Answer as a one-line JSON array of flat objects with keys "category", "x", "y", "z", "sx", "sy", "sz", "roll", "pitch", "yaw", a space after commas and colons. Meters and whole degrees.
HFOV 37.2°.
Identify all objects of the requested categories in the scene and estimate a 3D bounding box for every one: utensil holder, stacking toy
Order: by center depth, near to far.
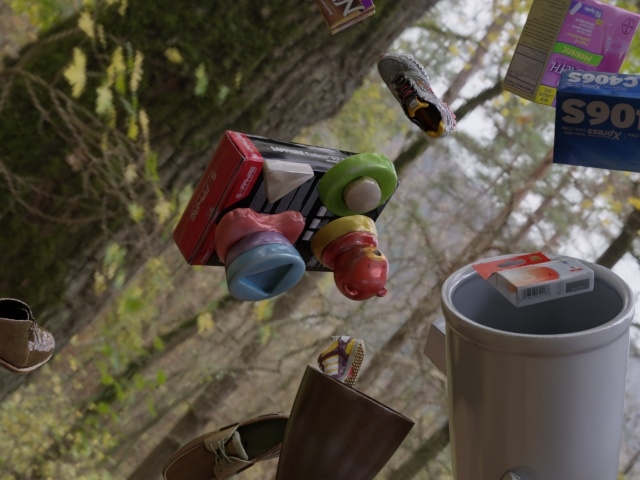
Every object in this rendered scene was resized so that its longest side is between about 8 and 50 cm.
[{"category": "stacking toy", "x": 0.000, "y": 0.000, "z": 1.538, "sx": 0.309, "sy": 0.279, "sz": 0.130, "roll": -4, "pitch": 54, "yaw": -26}, {"category": "utensil holder", "x": 0.386, "y": 0.261, "z": 1.705, "sx": 0.327, "sy": 0.328, "sz": 0.385, "roll": -138, "pitch": -142, "yaw": -60}]

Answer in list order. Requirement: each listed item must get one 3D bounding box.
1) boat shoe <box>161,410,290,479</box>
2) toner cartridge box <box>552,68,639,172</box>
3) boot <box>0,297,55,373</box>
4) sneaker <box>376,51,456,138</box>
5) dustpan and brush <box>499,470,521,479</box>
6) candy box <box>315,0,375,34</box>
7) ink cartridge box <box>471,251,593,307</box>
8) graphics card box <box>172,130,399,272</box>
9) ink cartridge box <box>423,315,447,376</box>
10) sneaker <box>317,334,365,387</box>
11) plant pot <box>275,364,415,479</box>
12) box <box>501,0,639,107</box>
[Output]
[{"category": "boat shoe", "x": -0.192, "y": 0.454, "z": 2.084, "sx": 0.122, "sy": 0.324, "sz": 0.120, "roll": 63, "pitch": -14, "yaw": 15}, {"category": "toner cartridge box", "x": 0.589, "y": -0.200, "z": 1.665, "sx": 0.348, "sy": 0.075, "sz": 0.165, "roll": 8, "pitch": -44, "yaw": 19}, {"category": "boot", "x": -0.577, "y": 0.178, "z": 1.818, "sx": 0.112, "sy": 0.115, "sz": 0.305, "roll": 59, "pitch": 7, "yaw": 17}, {"category": "sneaker", "x": 0.205, "y": -0.313, "z": 2.041, "sx": 0.225, "sy": 0.088, "sz": 0.093, "roll": 48, "pitch": 26, "yaw": -1}, {"category": "dustpan and brush", "x": 0.337, "y": 0.510, "z": 1.577, "sx": 0.060, "sy": 0.147, "sz": 0.211, "roll": 9, "pitch": 37, "yaw": -17}, {"category": "candy box", "x": 0.031, "y": -0.560, "z": 2.081, "sx": 0.186, "sy": 0.109, "sz": 0.053, "roll": 64, "pitch": 2, "yaw": 4}, {"category": "ink cartridge box", "x": 0.363, "y": 0.049, "z": 1.640, "sx": 0.179, "sy": 0.145, "sz": 0.045, "roll": -126, "pitch": -151, "yaw": -61}, {"category": "graphics card box", "x": -0.057, "y": -0.059, "z": 1.703, "sx": 0.371, "sy": 0.232, "sz": 0.094, "roll": 5, "pitch": 36, "yaw": -41}, {"category": "ink cartridge box", "x": 0.339, "y": 0.217, "z": 2.118, "sx": 0.127, "sy": 0.176, "sz": 0.128, "roll": 44, "pitch": -30, "yaw": 28}, {"category": "sneaker", "x": 0.026, "y": 0.278, "z": 1.960, "sx": 0.084, "sy": 0.185, "sz": 0.069, "roll": 9, "pitch": -40, "yaw": 25}, {"category": "plant pot", "x": 0.019, "y": 0.368, "z": 1.656, "sx": 0.215, "sy": 0.230, "sz": 0.215, "roll": 27, "pitch": -6, "yaw": 3}, {"category": "box", "x": 0.549, "y": -0.413, "z": 2.084, "sx": 0.214, "sy": 0.243, "sz": 0.117, "roll": 8, "pitch": 20, "yaw": -32}]
